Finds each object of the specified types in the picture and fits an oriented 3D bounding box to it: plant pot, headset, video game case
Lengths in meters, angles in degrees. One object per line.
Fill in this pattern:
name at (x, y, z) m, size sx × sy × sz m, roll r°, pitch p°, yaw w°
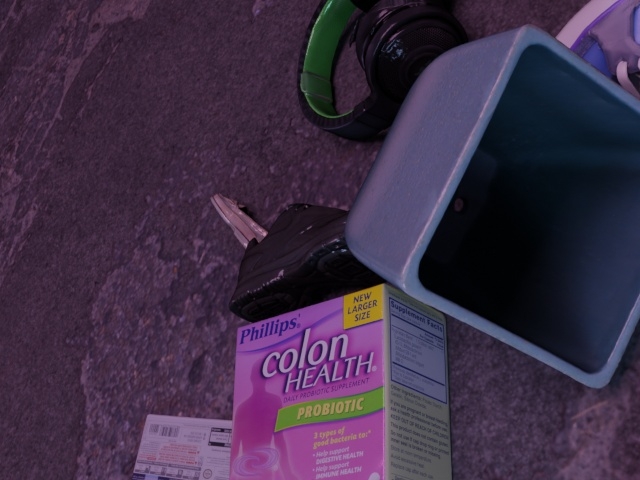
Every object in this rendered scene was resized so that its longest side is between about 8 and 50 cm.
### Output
plant pot at (0.164, -0.038, 0.968) m, size 0.247 × 0.248 × 0.252 m, roll -64°, pitch 25°, yaw -3°
headset at (0.083, -0.291, 1.203) m, size 0.394 × 0.185 × 0.243 m, roll -36°, pitch 48°, yaw 40°
video game case at (-0.170, 0.315, 1.249) m, size 0.201 × 0.023 × 0.183 m, roll -5°, pitch 66°, yaw 41°

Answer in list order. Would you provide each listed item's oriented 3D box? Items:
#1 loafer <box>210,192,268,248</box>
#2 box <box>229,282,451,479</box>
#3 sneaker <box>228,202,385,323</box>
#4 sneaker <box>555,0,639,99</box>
loafer at (-0.107, -0.027, 1.357) m, size 0.039 × 0.045 × 0.125 m, roll -39°, pitch 52°, yaw 0°
box at (0.019, 0.197, 1.062) m, size 0.214 × 0.117 × 0.243 m, roll -19°, pitch 57°, yaw 36°
sneaker at (0.000, 0.000, 1.196) m, size 0.286 × 0.109 × 0.130 m, roll -24°, pitch 48°, yaw 31°
sneaker at (0.368, -0.152, 0.901) m, size 0.323 × 0.130 × 0.236 m, roll -31°, pitch 46°, yaw 21°
